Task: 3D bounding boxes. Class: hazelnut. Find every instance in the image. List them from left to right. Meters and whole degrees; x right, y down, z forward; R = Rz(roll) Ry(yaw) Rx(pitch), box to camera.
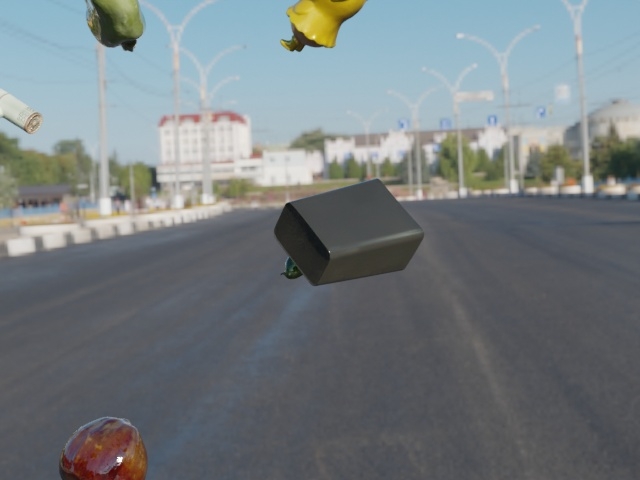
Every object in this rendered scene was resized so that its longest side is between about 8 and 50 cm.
[{"bbox_3d":[-0.505,0.533,2.295,0.218,0.218,0.233,-5,7,-44],"label":"hazelnut"}]

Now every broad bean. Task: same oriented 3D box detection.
[{"bbox_3d":[-0.379,-0.425,1.725,0.100,0.169,0.228,-35,-30,-10],"label":"broad bean"},{"bbox_3d":[-0.001,0.000,2.085,0.052,0.053,0.256,6,38,41],"label":"broad bean"}]

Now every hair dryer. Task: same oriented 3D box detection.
[{"bbox_3d":[-0.579,-0.193,1.575,0.155,0.044,0.183,31,51,18],"label":"hair dryer"}]

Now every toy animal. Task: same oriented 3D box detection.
[{"bbox_3d":[0.009,-0.506,2.117,0.230,0.156,0.156,-41,-18,28],"label":"toy animal"}]

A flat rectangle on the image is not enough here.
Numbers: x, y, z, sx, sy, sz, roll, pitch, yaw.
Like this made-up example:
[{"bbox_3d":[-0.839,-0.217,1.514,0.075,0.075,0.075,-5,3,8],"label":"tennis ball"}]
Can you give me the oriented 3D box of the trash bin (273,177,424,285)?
[{"bbox_3d":[0.049,-0.011,1.782,0.225,0.115,0.165,-14,54,-39],"label":"trash bin"}]
